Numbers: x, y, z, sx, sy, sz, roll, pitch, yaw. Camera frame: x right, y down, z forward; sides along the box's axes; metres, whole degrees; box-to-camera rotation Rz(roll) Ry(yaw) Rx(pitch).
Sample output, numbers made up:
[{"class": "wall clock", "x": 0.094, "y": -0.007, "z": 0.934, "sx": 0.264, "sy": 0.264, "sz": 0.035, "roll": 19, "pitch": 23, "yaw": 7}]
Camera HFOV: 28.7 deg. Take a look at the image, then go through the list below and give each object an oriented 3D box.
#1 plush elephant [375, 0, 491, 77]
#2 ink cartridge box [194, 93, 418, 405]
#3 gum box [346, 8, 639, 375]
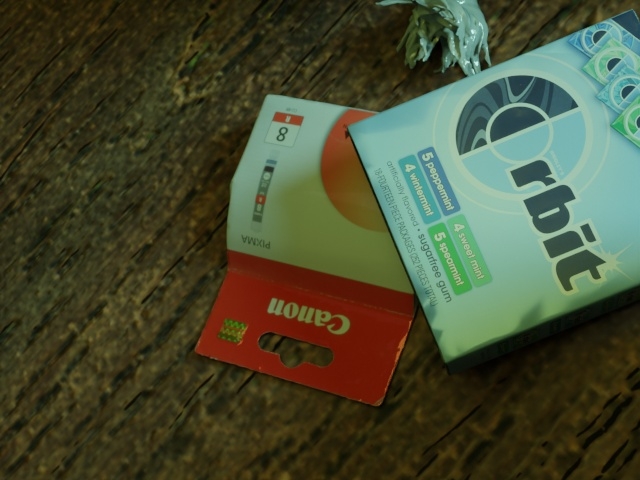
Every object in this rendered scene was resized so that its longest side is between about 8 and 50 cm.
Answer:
[{"class": "plush elephant", "x": 0.049, "y": -0.297, "z": 0.778, "sx": 0.271, "sy": 0.255, "sz": 0.330, "roll": -3, "pitch": 69, "yaw": 28}, {"class": "ink cartridge box", "x": 0.000, "y": 0.000, "z": 0.800, "sx": 0.145, "sy": 0.045, "sz": 0.179, "roll": 13, "pitch": 71, "yaw": 28}, {"class": "gum box", "x": 0.129, "y": -0.029, "z": 0.729, "sx": 0.184, "sy": 0.041, "sz": 0.157, "roll": -23, "pitch": 70, "yaw": 2}]
